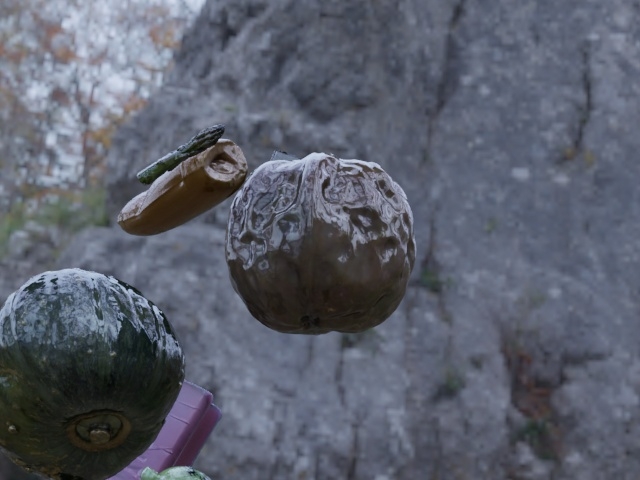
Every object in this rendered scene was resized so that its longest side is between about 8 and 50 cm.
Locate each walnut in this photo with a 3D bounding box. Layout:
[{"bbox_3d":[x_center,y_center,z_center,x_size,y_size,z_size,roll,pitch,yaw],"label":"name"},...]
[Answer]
[{"bbox_3d":[-0.003,0.001,1.809,0.273,0.273,0.227,-9,-35,33],"label":"walnut"}]

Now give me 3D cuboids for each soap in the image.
[{"bbox_3d":[-0.342,0.390,2.385,0.193,0.323,0.109,22,-22,22],"label":"soap"}]

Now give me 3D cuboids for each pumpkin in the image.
[{"bbox_3d":[-0.362,0.199,1.941,0.292,0.257,0.327,26,-61,-33],"label":"pumpkin"}]

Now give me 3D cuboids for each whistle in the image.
[{"bbox_3d":[-0.135,0.333,1.590,0.105,0.085,0.227,31,-12,40],"label":"whistle"}]

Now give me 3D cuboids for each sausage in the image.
[{"bbox_3d":[-0.270,-0.087,2.527,0.116,0.134,0.354,44,-38,-15],"label":"sausage"}]

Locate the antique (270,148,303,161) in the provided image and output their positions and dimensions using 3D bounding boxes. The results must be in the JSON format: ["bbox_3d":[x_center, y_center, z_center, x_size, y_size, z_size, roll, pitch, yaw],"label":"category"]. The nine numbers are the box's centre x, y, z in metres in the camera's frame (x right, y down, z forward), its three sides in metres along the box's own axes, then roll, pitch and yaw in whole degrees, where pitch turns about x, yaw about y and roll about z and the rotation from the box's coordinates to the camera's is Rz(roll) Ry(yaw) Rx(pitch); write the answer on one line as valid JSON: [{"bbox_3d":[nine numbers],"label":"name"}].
[{"bbox_3d":[-0.060,-0.068,2.618,0.148,0.152,0.146,20,-57,-1],"label":"antique"}]

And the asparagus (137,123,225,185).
[{"bbox_3d":[-0.222,-0.140,2.147,0.165,0.030,0.036,-33,-14,-7],"label":"asparagus"}]
